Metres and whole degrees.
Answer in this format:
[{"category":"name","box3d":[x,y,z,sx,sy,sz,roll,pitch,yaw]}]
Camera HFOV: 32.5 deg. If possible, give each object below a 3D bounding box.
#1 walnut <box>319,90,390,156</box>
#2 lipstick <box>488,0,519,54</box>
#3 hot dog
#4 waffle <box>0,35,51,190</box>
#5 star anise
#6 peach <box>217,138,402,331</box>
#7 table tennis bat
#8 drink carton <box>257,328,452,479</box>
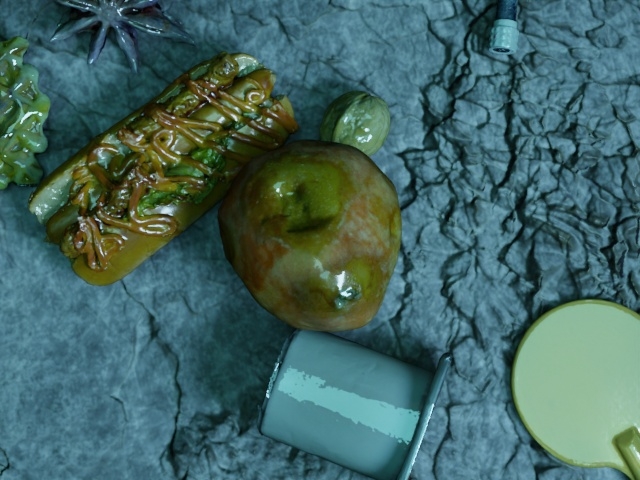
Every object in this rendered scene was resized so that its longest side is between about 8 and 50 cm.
[{"category":"walnut","box3d":[0.043,-0.140,1.337,0.092,0.092,0.092,0,89,2]},{"category":"lipstick","box3d":[0.232,-0.291,1.357,0.037,0.037,0.116,8,85,2]},{"category":"hot dog","box3d":[-0.189,-0.090,1.325,0.349,0.117,0.158,-36,89,1]},{"category":"waffle","box3d":[-0.446,-0.160,1.364,0.223,0.054,0.204,-6,89,3]},{"category":"star anise","box3d":[-0.254,-0.299,1.341,0.204,0.061,0.180,3,123,0]},{"category":"peach","box3d":[0.000,0.000,1.257,0.214,0.235,0.214,-12,131,-14]},{"category":"table tennis bat","box3d":[0.362,0.224,1.339,0.198,0.050,0.321,-30,85,2]},{"category":"drink carton","box3d":[0.043,0.193,1.296,0.190,0.185,0.191,20,91,13]}]
